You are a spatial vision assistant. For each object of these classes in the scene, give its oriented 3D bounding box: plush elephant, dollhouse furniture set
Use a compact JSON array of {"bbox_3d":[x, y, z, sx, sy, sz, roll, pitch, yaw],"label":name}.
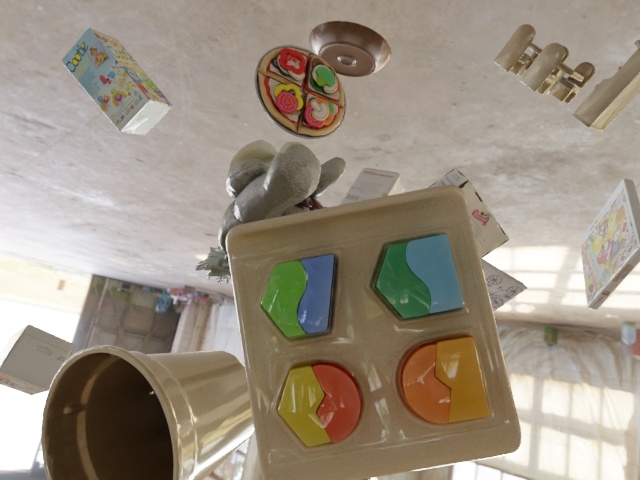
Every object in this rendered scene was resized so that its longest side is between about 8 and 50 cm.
[{"bbox_3d":[-0.054,-0.059,0.794,0.330,0.255,0.272,-19,123,35],"label":"plush elephant"},{"bbox_3d":[0.534,-0.367,0.916,0.212,0.242,0.161,-7,140,-43],"label":"dollhouse furniture set"}]

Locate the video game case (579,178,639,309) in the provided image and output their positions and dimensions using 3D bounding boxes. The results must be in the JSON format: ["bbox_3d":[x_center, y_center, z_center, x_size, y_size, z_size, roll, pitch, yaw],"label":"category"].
[{"bbox_3d":[0.643,0.008,0.985,0.026,0.227,0.206,16,137,10],"label":"video game case"}]

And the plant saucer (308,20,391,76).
[{"bbox_3d":[0.066,-0.437,1.042,0.199,0.036,0.198,12,173,2],"label":"plant saucer"}]

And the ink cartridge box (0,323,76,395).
[{"bbox_3d":[-0.743,0.310,1.136,0.128,0.127,0.176,37,138,-28],"label":"ink cartridge box"}]

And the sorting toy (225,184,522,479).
[{"bbox_3d":[0.035,0.074,0.331,0.193,0.208,0.038,-11,176,2],"label":"sorting toy"}]

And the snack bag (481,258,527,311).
[{"bbox_3d":[0.241,0.101,1.055,0.343,0.037,0.323,33,135,-5],"label":"snack bag"}]

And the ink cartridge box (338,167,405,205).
[{"bbox_3d":[0.178,-0.145,1.557,0.154,0.212,0.093,16,153,34],"label":"ink cartridge box"}]

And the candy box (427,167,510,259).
[{"bbox_3d":[0.232,-0.013,0.856,0.196,0.070,0.165,-37,115,13],"label":"candy box"}]

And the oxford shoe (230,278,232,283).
[{"bbox_3d":[-0.318,0.228,1.860,0.212,0.076,0.076,54,179,-38],"label":"oxford shoe"}]

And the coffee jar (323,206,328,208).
[{"bbox_3d":[0.000,0.000,1.221,0.079,0.184,0.096,8,175,1],"label":"coffee jar"}]

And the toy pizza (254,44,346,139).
[{"bbox_3d":[-0.031,-0.295,0.869,0.201,0.201,0.032,18,160,-24],"label":"toy pizza"}]

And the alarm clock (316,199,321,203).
[{"bbox_3d":[-0.031,-0.128,2.032,0.192,0.129,0.064,11,161,8],"label":"alarm clock"}]

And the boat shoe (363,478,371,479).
[{"bbox_3d":[0.074,0.602,1.079,0.081,0.228,0.068,23,133,27],"label":"boat shoe"}]

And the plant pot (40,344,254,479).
[{"bbox_3d":[-0.293,0.348,0.865,0.334,0.333,0.305,4,179,26],"label":"plant pot"}]

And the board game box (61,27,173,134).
[{"bbox_3d":[-0.620,-0.481,1.365,0.275,0.144,0.142,51,-166,-1],"label":"board game box"}]
